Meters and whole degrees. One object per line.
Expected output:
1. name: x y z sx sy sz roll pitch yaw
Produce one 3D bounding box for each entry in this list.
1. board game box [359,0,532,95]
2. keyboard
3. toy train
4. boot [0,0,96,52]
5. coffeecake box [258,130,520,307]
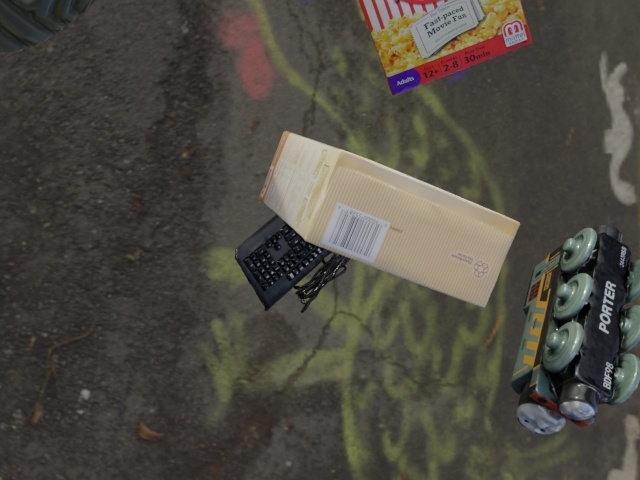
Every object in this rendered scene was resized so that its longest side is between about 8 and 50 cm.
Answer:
1. board game box: 0.104 -0.257 0.777 0.045 0.147 0.193 -94 161 -63
2. keyboard: 0.000 0.000 0.858 0.192 0.038 0.100 -42 110 -36
3. toy train: 0.374 0.129 1.189 0.142 0.190 0.334 29 53 -6
4. boot: -0.104 -0.226 0.412 0.236 0.269 0.089 -29 130 4
5. coffeecake box: 0.042 -0.024 0.627 0.142 0.185 0.068 20 96 -17
